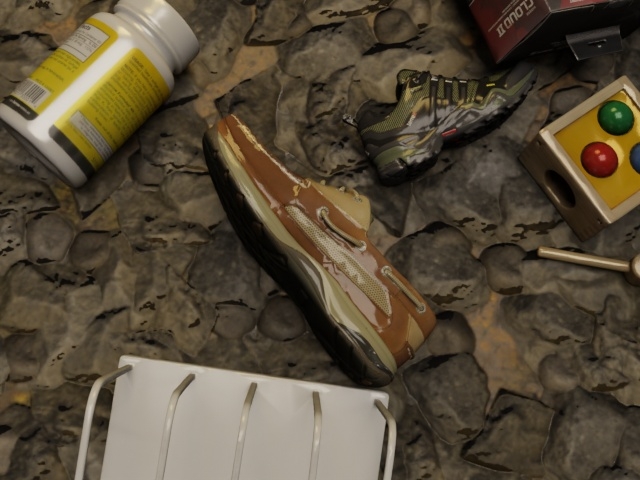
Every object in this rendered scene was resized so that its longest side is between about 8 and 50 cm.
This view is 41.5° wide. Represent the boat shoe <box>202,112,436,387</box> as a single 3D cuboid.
[{"bbox_3d":[0.000,0.000,0.901,0.120,0.122,0.324,-36,89,-17],"label":"boat shoe"}]

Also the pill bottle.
[{"bbox_3d":[-0.236,-0.169,0.917,0.119,0.119,0.208,40,77,6],"label":"pill bottle"}]

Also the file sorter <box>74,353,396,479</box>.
[{"bbox_3d":[-0.077,0.228,0.787,0.278,0.173,0.193,8,87,-2],"label":"file sorter"}]

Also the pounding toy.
[{"bbox_3d":[0.321,-0.046,0.939,0.181,0.094,0.206,-33,80,-11],"label":"pounding toy"}]

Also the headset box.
[{"bbox_3d":[0.263,-0.343,0.971,0.218,0.110,0.293,-17,77,-28],"label":"headset box"}]

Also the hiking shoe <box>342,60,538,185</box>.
[{"bbox_3d":[0.141,-0.162,0.959,0.227,0.086,0.114,-31,81,-12],"label":"hiking shoe"}]
